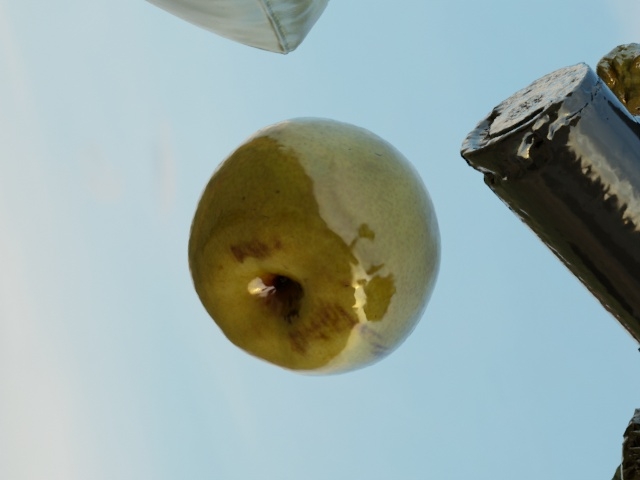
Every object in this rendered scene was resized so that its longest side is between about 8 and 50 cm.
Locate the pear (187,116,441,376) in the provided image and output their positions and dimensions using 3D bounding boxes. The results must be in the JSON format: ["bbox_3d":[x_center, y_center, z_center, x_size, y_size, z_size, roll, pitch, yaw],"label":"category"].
[{"bbox_3d":[0.000,0.000,1.565,0.209,0.209,0.209,170,-90,-71],"label":"pear"}]

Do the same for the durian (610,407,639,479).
[{"bbox_3d":[0.273,0.190,1.411,0.193,0.138,0.237,96,7,-68],"label":"durian"}]

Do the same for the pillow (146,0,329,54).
[{"bbox_3d":[-0.113,-0.208,0.853,0.255,0.120,0.322,39,-5,11],"label":"pillow"}]

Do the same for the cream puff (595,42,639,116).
[{"bbox_3d":[0.218,-0.103,1.317,0.083,0.083,0.058,-22,-131,41],"label":"cream puff"}]

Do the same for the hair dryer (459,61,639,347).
[{"bbox_3d":[0.229,-0.064,1.103,0.197,0.251,0.089,47,-12,-13],"label":"hair dryer"}]

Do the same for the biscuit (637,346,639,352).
[{"bbox_3d":[0.283,0.094,1.260,0.290,0.141,0.038,42,-60,51],"label":"biscuit"}]
